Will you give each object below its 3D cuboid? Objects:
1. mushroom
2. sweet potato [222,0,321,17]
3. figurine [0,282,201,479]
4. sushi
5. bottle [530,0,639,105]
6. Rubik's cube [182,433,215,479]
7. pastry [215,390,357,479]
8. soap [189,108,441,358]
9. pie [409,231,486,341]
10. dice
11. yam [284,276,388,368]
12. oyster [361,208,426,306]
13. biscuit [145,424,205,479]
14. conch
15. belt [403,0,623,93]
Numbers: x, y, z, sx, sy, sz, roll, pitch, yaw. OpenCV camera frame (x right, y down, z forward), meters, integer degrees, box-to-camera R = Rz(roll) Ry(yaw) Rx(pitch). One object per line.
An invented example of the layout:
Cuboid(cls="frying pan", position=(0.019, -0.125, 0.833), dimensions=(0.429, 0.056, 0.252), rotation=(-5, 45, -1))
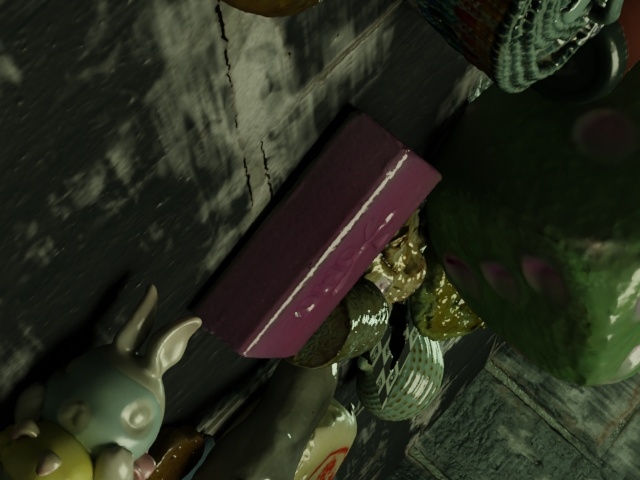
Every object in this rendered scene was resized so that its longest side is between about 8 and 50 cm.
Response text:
Cuboid(cls="mushroom", position=(-0.059, 0.235, 1.438), dimensions=(0.351, 0.097, 0.109), rotation=(-56, 138, -42))
Cuboid(cls="sweet potato", position=(-0.032, -0.170, 0.737), dimensions=(0.075, 0.074, 0.269), rotation=(-51, 168, 5))
Cuboid(cls="figurine", position=(-0.192, 0.154, 0.968), dimensions=(0.155, 0.127, 0.236), rotation=(-12, 135, -50))
Cuboid(cls="sushi", position=(0.098, 0.119, 1.774), dimensions=(0.192, 0.050, 0.215), rotation=(-61, 158, -26))
Cuboid(cls="bottle", position=(0.365, -0.294, 1.393), dimensions=(0.336, 0.144, 0.144), rotation=(-40, 161, -33))
Cuboid(cls="Rubik's cube", position=(-0.200, 0.415, 1.486), dimensions=(0.228, 0.229, 0.233), rotation=(-17, -145, 17))
Cuboid(cls="pastry", position=(-0.064, 0.300, 1.616), dimensions=(0.265, 0.133, 0.265), rotation=(-42, 158, -21))
Cuboid(cls="soap", position=(0.002, 0.001, 1.195), dimensions=(0.259, 0.081, 0.181), rotation=(-51, 164, 5))
Cuboid(cls="pie", position=(0.238, 0.034, 1.781), dimensions=(0.277, 0.078, 0.277), rotation=(-26, 131, -34))
Cuboid(cls="dice", position=(0.340, -0.030, 1.503), dimensions=(0.318, 0.322, 0.330), rotation=(-35, 151, -17))
Cuboid(cls="yam", position=(0.014, 0.089, 1.384), dimensions=(0.107, 0.107, 0.194), rotation=(-53, 164, 11))
Cuboid(cls="oyster", position=(0.107, 0.008, 1.512), dimensions=(0.191, 0.081, 0.163), rotation=(-49, 162, -60))
Cuboid(cls="biscuit", position=(-0.243, 0.334, 1.321), dimensions=(0.320, 0.047, 0.183), rotation=(-53, 155, -9))
Cuboid(cls="conch", position=(0.133, 0.215, 1.946), dimensions=(0.172, 0.131, 0.200), rotation=(-49, 165, 0))
Cuboid(cls="belt", position=(0.181, -0.235, 0.999), dimensions=(0.207, 0.160, 0.295), rotation=(-46, 163, -12))
